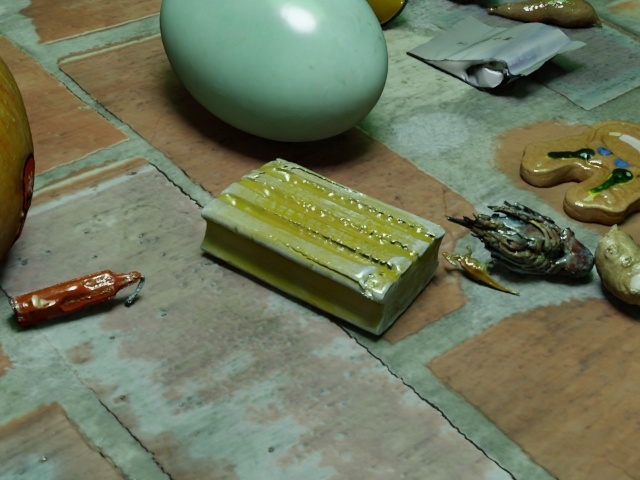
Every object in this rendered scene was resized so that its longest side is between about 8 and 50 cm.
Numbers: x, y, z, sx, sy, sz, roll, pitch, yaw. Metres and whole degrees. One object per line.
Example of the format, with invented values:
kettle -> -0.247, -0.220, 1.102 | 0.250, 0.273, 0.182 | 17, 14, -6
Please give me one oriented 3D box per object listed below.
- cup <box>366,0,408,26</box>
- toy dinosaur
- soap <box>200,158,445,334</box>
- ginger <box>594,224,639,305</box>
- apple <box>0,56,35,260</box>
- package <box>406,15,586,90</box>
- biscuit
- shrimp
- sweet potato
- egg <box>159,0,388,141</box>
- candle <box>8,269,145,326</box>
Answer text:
cup -> 0.022, -0.529, 1.933 | 0.255, 0.178, 0.256 | 0, 36, -10
toy dinosaur -> 0.214, 0.039, 1.363 | 0.113, 0.026, 0.041 | 28, 36, 4
soap -> 0.000, 0.000, 1.330 | 0.274, 0.089, 0.173 | 25, 43, 23
ginger -> 0.392, 0.022, 1.357 | 0.067, 0.096, 0.165 | -34, 24, 17
apple -> -0.530, -0.103, 1.192 | 0.401, 0.333, 0.400 | 4, 37, -3
package -> 0.309, -0.333, 1.826 | 0.251, 0.062, 0.204 | 22, 39, 39
biscuit -> 0.473, -0.121, 1.581 | 0.334, 0.047, 0.202 | -16, 43, -26
shrimp -> 0.259, 0.001, 1.354 | 0.233, 0.090, 0.079 | 15, 21, -21
sweet potato -> 0.435, -0.447, 1.974 | 0.226, 0.068, 0.068 | 6, 38, 1
egg -> -0.074, -0.296, 1.542 | 0.389, 0.276, 0.276 | 28, 43, 29
candle -> -0.288, 0.068, 1.238 | 0.162, 0.048, 0.053 | -16, 0, -16
